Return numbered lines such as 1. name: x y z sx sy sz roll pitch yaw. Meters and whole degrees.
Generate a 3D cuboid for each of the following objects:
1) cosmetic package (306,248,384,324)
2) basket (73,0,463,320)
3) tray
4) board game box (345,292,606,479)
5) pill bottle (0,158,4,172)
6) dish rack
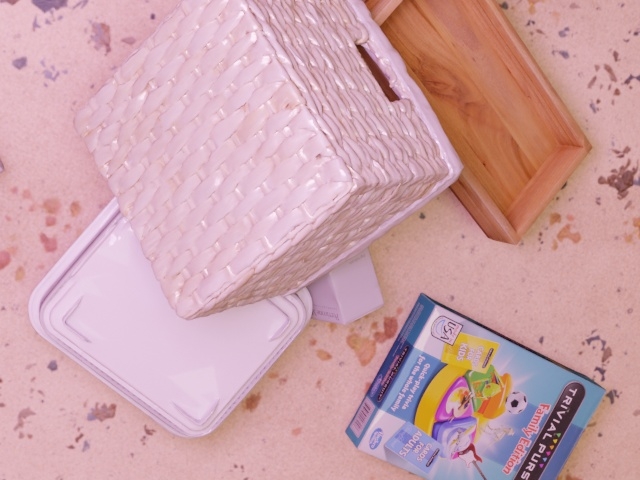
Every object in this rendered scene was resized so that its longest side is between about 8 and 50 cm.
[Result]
1. cosmetic package: 0.000 0.000 1.530 0.086 0.117 0.231 -25 106 -32
2. basket: -0.073 -0.120 1.305 0.331 0.266 0.328 -37 78 33
3. tray: 0.213 -0.206 1.512 0.203 0.076 0.411 -50 119 -14
4. board game box: 0.248 0.270 1.679 0.336 0.079 0.253 26 95 -17
5. pill bottle: -0.549 -0.063 1.373 0.264 0.146 0.146 -32 107 -6
6. dish rack: -0.196 0.102 1.447 0.333 0.072 0.285 41 91 -19
